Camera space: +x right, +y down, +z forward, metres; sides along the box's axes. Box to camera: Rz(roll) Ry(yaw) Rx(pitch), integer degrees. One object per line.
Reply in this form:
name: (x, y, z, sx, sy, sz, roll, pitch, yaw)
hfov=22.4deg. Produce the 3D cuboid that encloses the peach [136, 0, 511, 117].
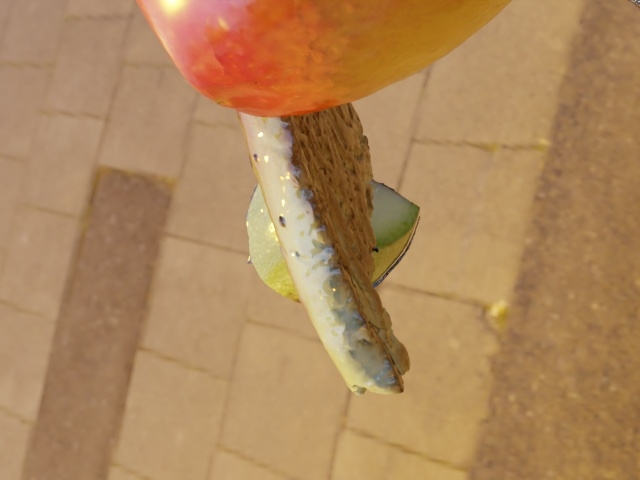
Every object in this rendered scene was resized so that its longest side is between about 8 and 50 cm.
peach: (0.008, -0.225, 0.776, 0.289, 0.289, 0.308, -21, 24, 54)

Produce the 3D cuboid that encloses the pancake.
pancake: (-0.014, -0.077, 1.061, 0.054, 0.197, 0.377, -18, 76, 18)

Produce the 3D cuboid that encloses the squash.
squash: (-0.001, 0.006, 1.851, 0.184, 0.192, 0.085, -61, 4, 22)

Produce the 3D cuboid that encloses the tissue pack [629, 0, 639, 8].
tissue pack: (0.293, -0.274, 1.163, 0.123, 0.332, 0.245, -49, -8, -47)
